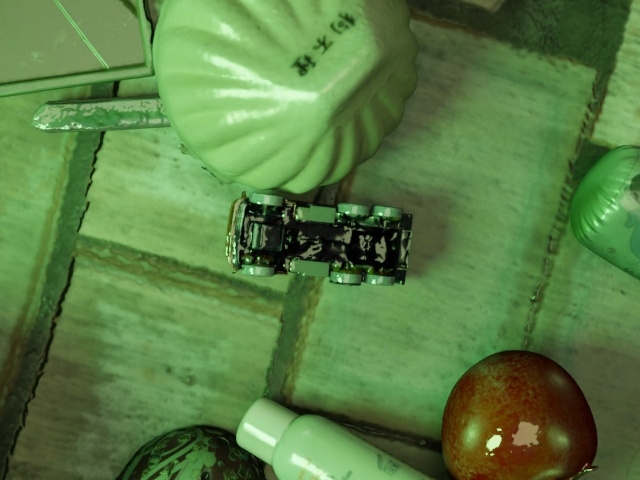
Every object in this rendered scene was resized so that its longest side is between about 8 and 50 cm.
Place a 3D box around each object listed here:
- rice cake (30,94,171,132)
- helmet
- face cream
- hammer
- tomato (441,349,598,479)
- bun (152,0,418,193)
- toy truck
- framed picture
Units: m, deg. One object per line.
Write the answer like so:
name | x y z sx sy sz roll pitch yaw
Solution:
rice cake | -0.181 -0.127 1.002 0.207 0.047 0.036 -4 86 -8
helmet | -0.136 0.276 0.996 0.153 0.107 0.177 42 88 -4
face cream | 0.039 0.238 0.988 0.269 0.082 0.082 26 90 17
hammer | 0.412 -0.101 1.046 0.206 0.119 0.335 32 82 -7
tomato | 0.194 0.188 1.012 0.167 0.167 0.167 0 93 -7
bun | -0.009 -0.163 0.924 0.263 0.175 0.263 -6 103 -25
toy truck | 0.000 0.000 1.008 0.192 0.092 0.083 6 93 -15
framed picture | -0.287 -0.292 0.996 0.213 0.016 0.289 -10 94 -6
